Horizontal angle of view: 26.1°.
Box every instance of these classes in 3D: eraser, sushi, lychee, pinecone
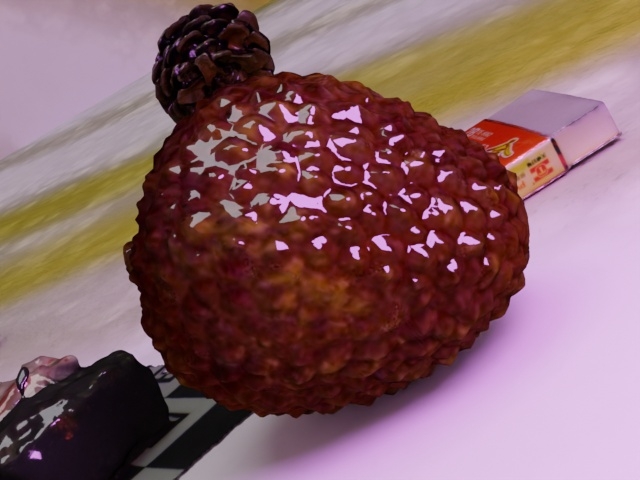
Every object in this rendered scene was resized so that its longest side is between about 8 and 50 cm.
[{"bbox_3d":[0.125,-0.052,1.176,0.230,0.038,0.157,-33,16,-6],"label":"eraser"},{"bbox_3d":[-0.238,0.143,1.095,0.296,0.100,0.373,-40,19,-31],"label":"sushi"},{"bbox_3d":[0.000,0.000,0.903,0.271,0.236,0.236,-2,21,6],"label":"lychee"},{"bbox_3d":[-0.153,-0.248,1.988,0.179,0.184,0.204,-7,9,-10],"label":"pinecone"}]
